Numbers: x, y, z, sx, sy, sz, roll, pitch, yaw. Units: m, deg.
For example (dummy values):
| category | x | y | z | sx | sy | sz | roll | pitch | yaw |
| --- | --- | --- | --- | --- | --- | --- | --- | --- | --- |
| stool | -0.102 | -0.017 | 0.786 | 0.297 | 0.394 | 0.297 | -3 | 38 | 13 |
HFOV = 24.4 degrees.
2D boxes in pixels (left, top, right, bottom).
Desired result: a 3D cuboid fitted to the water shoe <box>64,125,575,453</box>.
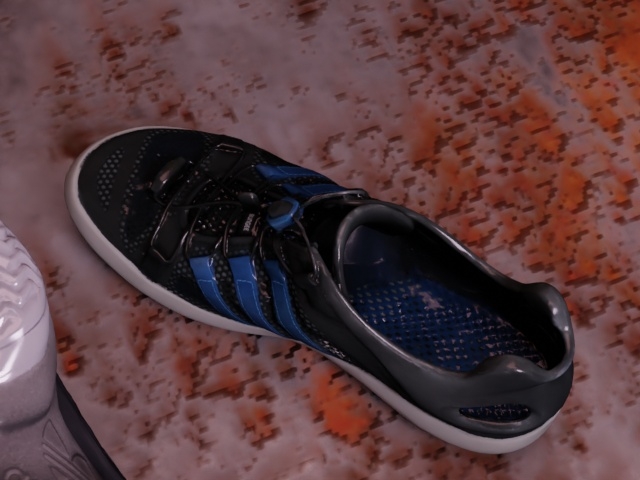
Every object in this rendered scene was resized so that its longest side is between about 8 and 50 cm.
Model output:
| category | x | y | z | sx | sy | sz | roll | pitch | yaw |
| --- | --- | --- | --- | --- | --- | --- | --- | --- | --- |
| water shoe | 0.000 | 0.000 | 0.527 | 0.203 | 0.080 | 0.073 | 26 | 63 | 11 |

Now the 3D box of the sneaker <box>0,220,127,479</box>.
| category | x | y | z | sx | sy | sz | roll | pitch | yaw |
| --- | --- | --- | --- | --- | --- | --- | --- | --- | --- |
| sneaker | -0.097 | 0.087 | 0.432 | 0.101 | 0.153 | 0.268 | -38 | 78 | -20 |
